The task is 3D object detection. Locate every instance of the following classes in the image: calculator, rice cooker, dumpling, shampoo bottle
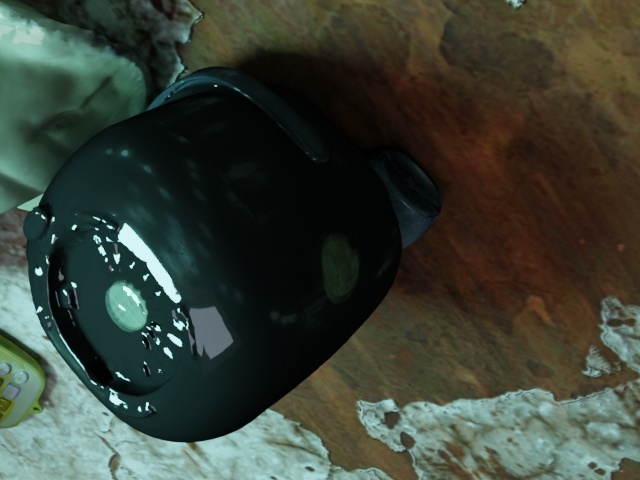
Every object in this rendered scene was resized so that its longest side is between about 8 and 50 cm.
[{"bbox_3d":[-0.384,0.115,1.712,0.236,0.033,0.157,30,136,-11],"label":"calculator"},{"bbox_3d":[-0.091,0.013,1.302,0.267,0.224,0.267,21,124,34],"label":"rice cooker"},{"bbox_3d":[-0.245,-0.117,1.351,0.227,0.243,0.175,-17,86,14],"label":"dumpling"},{"bbox_3d":[0.000,0.000,1.414,0.087,0.049,0.234,45,134,-13],"label":"shampoo bottle"}]
